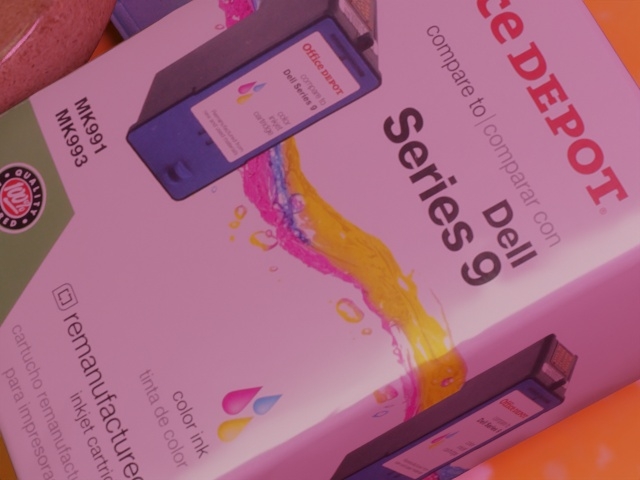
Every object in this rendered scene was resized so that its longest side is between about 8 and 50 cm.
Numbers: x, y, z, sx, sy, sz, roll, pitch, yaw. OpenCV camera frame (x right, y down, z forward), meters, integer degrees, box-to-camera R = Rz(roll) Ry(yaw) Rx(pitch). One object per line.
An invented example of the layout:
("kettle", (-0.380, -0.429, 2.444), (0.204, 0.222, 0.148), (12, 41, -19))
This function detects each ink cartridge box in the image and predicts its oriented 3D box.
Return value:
("ink cartridge box", (0.000, 0.000, 0.545), (0.212, 0.093, 0.154), (-28, 62, 5))

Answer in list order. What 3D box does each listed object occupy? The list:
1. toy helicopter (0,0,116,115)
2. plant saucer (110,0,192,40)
("toy helicopter", (-0.134, -0.174, 0.668), (0.235, 0.140, 0.355), (-19, 51, 19))
("plant saucer", (-0.012, -0.046, 0.630), (0.067, 0.018, 0.192), (-37, 61, 3))
